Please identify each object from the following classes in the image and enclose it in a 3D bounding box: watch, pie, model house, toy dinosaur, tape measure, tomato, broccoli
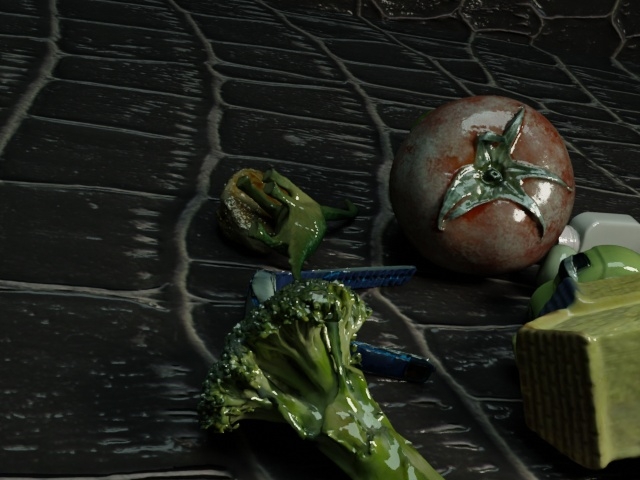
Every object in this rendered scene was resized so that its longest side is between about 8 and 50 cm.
[{"bbox_3d":[0.025,0.091,1.251,0.275,0.068,0.276,10,28,-6],"label":"watch"},{"bbox_3d":[-0.102,-0.046,1.432,0.163,0.079,0.193,30,32,1],"label":"pie"},{"bbox_3d":[0.406,0.186,1.135,0.266,0.261,0.321,-9,9,10],"label":"model house"},{"bbox_3d":[0.000,0.000,1.356,0.301,0.087,0.447,38,22,-34],"label":"toy dinosaur"},{"bbox_3d":[0.448,0.094,1.321,0.200,0.175,0.106,12,31,-5],"label":"tape measure"},{"bbox_3d":[0.277,-0.093,1.436,0.317,0.316,0.282,15,-10,3],"label":"tomato"},{"bbox_3d":[0.017,0.208,0.941,0.252,0.221,0.361,35,11,-43],"label":"broccoli"}]

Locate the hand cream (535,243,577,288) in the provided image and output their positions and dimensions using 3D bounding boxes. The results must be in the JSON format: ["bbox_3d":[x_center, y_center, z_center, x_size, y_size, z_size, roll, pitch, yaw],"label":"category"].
[{"bbox_3d":[0.525,0.107,1.437,0.306,0.093,0.147,26,42,8],"label":"hand cream"}]

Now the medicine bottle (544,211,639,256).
[{"bbox_3d":[0.510,0.008,1.557,0.183,0.119,0.069,2,31,-16],"label":"medicine bottle"}]

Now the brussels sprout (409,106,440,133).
[{"bbox_3d":[0.259,-0.205,1.830,0.149,0.122,0.151,-31,86,-43],"label":"brussels sprout"}]
